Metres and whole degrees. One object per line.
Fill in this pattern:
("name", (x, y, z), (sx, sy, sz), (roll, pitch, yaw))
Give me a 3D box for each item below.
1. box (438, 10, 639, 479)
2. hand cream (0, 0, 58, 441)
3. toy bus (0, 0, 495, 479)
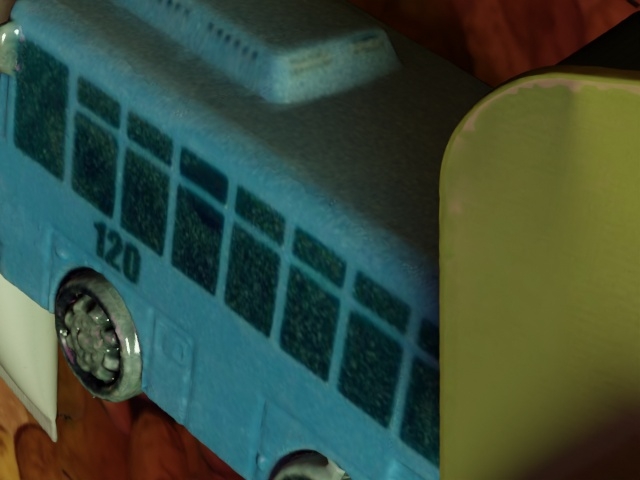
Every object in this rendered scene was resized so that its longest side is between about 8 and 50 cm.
("box", (0.133, 0.028, 0.413), (0.201, 0.090, 0.144), (9, 115, 28))
("hand cream", (-0.152, -0.035, 0.816), (0.133, 0.083, 0.248), (45, 147, 33))
("toy bus", (0.000, 0.000, 0.598), (0.234, 0.116, 0.134), (35, 131, 35))
